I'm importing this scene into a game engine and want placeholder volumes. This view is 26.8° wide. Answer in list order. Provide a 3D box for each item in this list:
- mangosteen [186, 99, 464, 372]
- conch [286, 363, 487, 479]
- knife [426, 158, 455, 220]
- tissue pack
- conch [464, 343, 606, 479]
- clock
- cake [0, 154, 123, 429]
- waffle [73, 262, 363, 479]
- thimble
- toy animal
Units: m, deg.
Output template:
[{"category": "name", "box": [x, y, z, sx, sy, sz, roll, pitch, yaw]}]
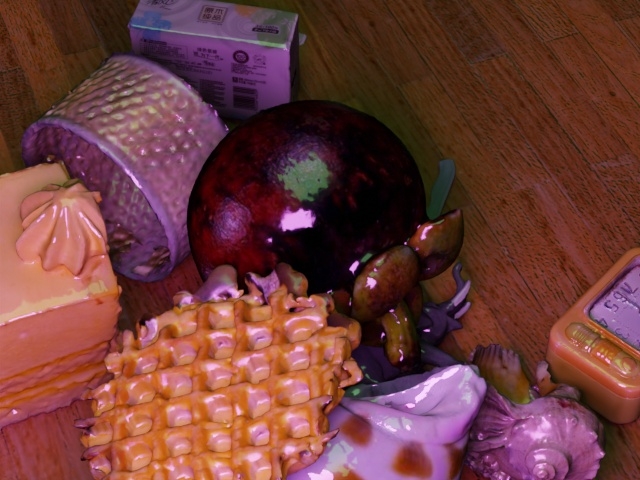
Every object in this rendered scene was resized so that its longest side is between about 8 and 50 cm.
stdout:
[{"category": "mangosteen", "box": [-0.006, -0.012, 1.562, 0.311, 0.311, 0.311, 1, 51, -1]}, {"category": "conch", "box": [0.004, 0.249, 1.428, 0.368, 0.197, 0.249, -8, 12, 12]}, {"category": "knife", "box": [0.150, -0.034, 1.822, 0.028, 0.015, 0.210, 18, 53, 5]}, {"category": "tissue pack", "box": [-0.142, -0.275, 1.920, 0.229, 0.159, 0.145, 8, 50, 6]}, {"category": "conch", "box": [0.236, 0.199, 1.548, 0.163, 0.178, 0.245, -31, 15, 22]}, {"category": "clock", "box": [0.383, 0.115, 1.656, 0.143, 0.096, 0.202, 33, 57, 27]}, {"category": "cake", "box": [-0.358, 0.044, 1.574, 0.227, 0.286, 0.222, -20, 54, -17]}, {"category": "waffle", "box": [-0.095, 0.151, 1.351, 0.329, 0.062, 0.329, -13, 42, 12]}, {"category": "thimble", "box": [-0.235, -0.088, 1.702, 0.271, 0.271, 0.150, 30, 57, 22]}, {"category": "toy animal", "box": [0.121, 0.136, 1.639, 0.269, 0.082, 0.137, -35, 60, -25]}]
